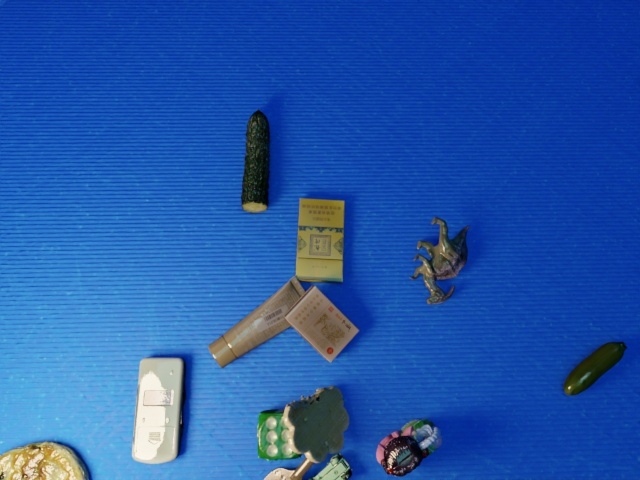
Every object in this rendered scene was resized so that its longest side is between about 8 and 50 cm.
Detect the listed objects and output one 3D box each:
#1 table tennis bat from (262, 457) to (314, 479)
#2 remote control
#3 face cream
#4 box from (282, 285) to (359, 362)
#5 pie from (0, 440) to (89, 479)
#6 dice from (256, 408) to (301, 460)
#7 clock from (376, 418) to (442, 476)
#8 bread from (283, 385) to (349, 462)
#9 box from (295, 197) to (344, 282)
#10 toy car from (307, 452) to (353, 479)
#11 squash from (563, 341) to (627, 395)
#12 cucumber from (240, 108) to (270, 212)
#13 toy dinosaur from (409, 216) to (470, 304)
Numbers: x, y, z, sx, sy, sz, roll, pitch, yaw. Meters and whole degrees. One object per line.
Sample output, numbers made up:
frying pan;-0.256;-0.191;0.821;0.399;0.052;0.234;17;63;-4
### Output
table tennis bat;-0.090;0.700;1.302;0.131;0.022;0.234;41;92;22
remote control;-0.474;0.498;1.351;0.140;0.056;0.297;0;77;0
face cream;-0.181;0.261;1.414;0.341;0.084;0.137;-34;95;-14
box;0.002;0.255;1.404;0.201;0.058;0.141;44;78;-5
pie;-0.803;0.716;1.281;0.302;0.067;0.303;0;74;-1
dice;-0.115;0.557;1.314;0.130;0.120;0.128;1;75;-3
clock;0.250;0.580;1.282;0.194;0.195;0.100;-33;75;-8
bread;-0.006;0.524;1.295;0.039;0.250;0.182;-24;77;38
box;0.000;-0.001;1.505;0.153;0.041;0.279;3;75;-2
toy car;0.022;0.687;1.319;0.143;0.054;0.073;-41;79;-4
squash;0.853;0.388;1.415;0.258;0.069;0.069;-36;79;-10
cucumber;-0.219;-0.276;1.545;0.096;0.096;0.360;-1;73;-2
toy dinosaur;0.388;0.060;1.486;0.162;0.077;0.294;26;90;1
